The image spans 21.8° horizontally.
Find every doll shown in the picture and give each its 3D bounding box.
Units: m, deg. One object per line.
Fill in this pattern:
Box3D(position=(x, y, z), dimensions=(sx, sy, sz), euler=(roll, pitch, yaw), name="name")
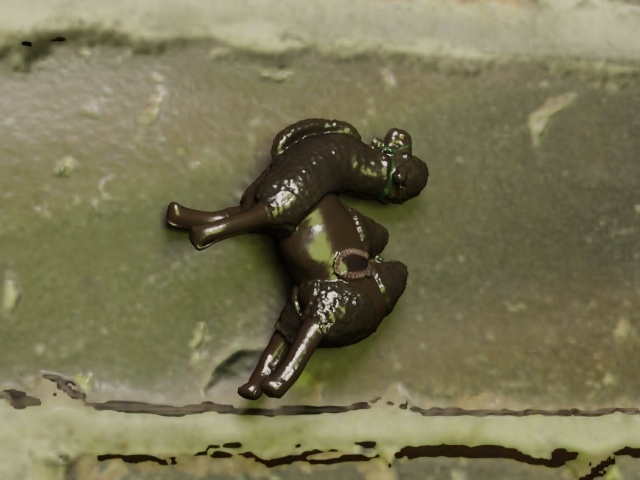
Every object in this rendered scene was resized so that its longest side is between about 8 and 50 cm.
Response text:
Box3D(position=(0.000, 0.000, 0.976), dimensions=(0.165, 0.057, 0.139), euler=(-27, 88, -22), name="doll")
